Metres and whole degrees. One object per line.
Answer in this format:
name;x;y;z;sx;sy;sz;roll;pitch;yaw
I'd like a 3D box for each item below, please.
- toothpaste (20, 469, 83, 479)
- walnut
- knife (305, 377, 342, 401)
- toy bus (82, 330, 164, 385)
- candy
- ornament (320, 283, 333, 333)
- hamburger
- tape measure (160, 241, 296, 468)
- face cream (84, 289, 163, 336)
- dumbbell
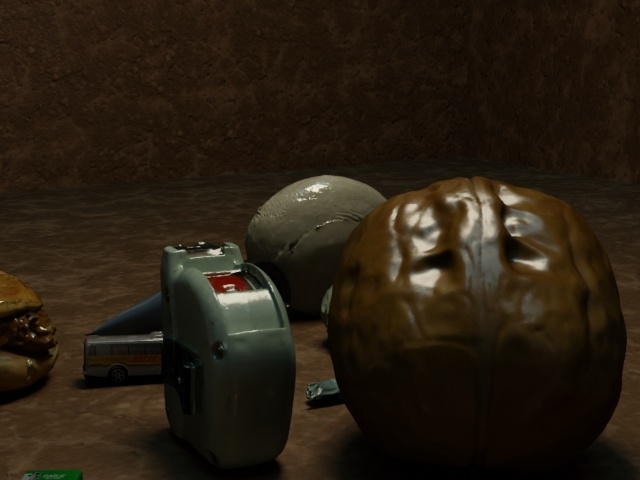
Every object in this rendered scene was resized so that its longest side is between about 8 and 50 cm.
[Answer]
toothpaste;-0.286;0.294;0.989;0.065;0.050;0.267;-2;11;1
walnut;0.186;0.097;1.252;0.353;0.308;0.398;3;47;-6
knife;0.108;0.207;1.506;0.296;0.026;0.044;-2;14;-25
toy bus;-0.265;0.173;1.539;0.171;0.072;0.057;-2;7;-14
candy;0.000;0.000;1.902;0.295;0.296;0.185;-5;28;-25
ornament;0.141;0.115;1.723;0.285;0.121;0.130;0;10;-8
hamburger;-0.484;0.129;1.541;0.245;0.156;0.282;7;9;16
tape measure;-0.126;0.140;1.272;0.125;0.243;0.246;-5;12;-24
face cream;-0.225;0.109;1.617;0.135;0.087;0.385;-3;-12;-38
dumbbell;-0.156;0.088;1.775;0.143;0.143;0.325;-10;15;-42
